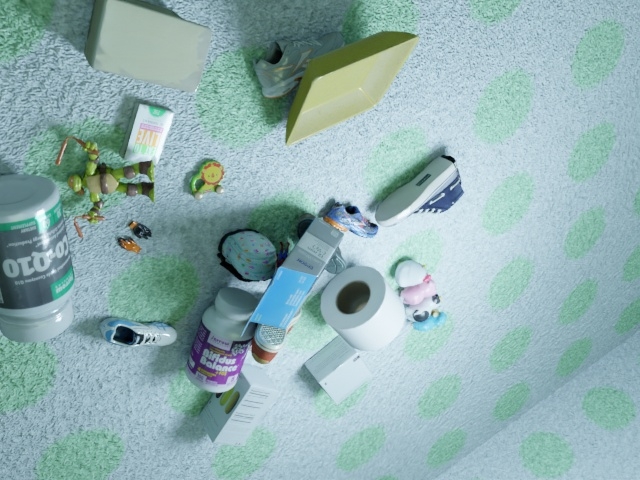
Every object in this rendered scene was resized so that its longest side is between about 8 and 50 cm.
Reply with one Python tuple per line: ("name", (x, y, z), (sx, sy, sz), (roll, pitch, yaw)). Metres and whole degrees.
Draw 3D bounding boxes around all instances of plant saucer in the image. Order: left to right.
("plant saucer", (0.058, -0.414, 1.632), (0.333, 0.081, 0.333), (-28, 170, -23))

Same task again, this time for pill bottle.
("pill bottle", (-0.688, 0.046, 1.441), (0.204, 0.204, 0.361), (-14, 127, -27))
("pill bottle", (-0.297, 0.301, 1.903), (0.169, 0.169, 0.301), (5, 116, -37))

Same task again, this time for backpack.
("backpack", (-0.202, 0.041, 1.786), (0.152, 0.182, 0.115), (-14, 126, -26))

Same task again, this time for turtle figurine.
("turtle figurine", (-0.518, -0.133, 1.516), (0.217, 0.087, 0.269), (-2, 120, -14))

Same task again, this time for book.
("book", (-0.428, -0.263, 1.535), (0.096, 0.035, 0.144), (7, 114, -41))

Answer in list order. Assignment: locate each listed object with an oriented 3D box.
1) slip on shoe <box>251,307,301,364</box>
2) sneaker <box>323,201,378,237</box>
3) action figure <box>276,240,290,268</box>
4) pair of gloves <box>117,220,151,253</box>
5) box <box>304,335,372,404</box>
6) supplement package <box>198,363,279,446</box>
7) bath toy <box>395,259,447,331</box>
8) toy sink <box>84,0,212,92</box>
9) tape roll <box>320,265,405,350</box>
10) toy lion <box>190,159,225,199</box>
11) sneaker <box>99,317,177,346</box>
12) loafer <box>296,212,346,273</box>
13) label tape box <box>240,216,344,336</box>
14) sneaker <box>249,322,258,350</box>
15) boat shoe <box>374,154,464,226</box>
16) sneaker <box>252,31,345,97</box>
("slip on shoe", (-0.142, 0.266, 1.922), (0.123, 0.331, 0.101), (27, 115, -2))
("sneaker", (0.114, -0.066, 2.005), (0.221, 0.083, 0.087), (14, 103, -43))
("action figure", (-0.120, 0.053, 1.956), (0.038, 0.030, 0.115), (-6, 127, -25))
("pair of gloves", (-0.499, -0.008, 1.667), (0.083, 0.010, 0.074), (-52, 132, 2))
("box", (0.069, 0.481, 2.309), (0.181, 0.119, 0.182), (-37, 133, -7))
("supplement package", (-0.278, 0.555, 2.107), (0.134, 0.139, 0.244), (25, 102, -43))
("bath toy", (0.384, 0.200, 2.334), (0.151, 0.129, 0.348), (-63, 144, -32))
("toy sink", (-0.383, -0.442, 1.376), (0.234, 0.131, 0.152), (6, 115, -32))
("tape roll", (0.145, 0.231, 2.108), (0.246, 0.246, 0.169), (-43, 133, -2))
("toy lion", (-0.306, -0.167, 1.683), (0.100, 0.034, 0.096), (-19, 121, -23))
("sneaker", (-0.519, 0.277, 1.794), (0.237, 0.086, 0.085), (15, 108, -41))
("loafer", (0.000, 0.000, 1.984), (0.096, 0.084, 0.267), (-18, 132, 17))
("label tape box", (-0.077, 0.124, 1.796), (0.249, 0.115, 0.347), (-59, 179, 38))
("sneaker", (-0.192, 0.306, 2.067), (0.161, 0.057, 0.075), (-44, 150, -3))
("boat shoe", (0.345, -0.124, 2.085), (0.340, 0.127, 0.158), (-39, 126, -8))
("sneaker", (-0.055, -0.481, 1.601), (0.262, 0.099, 0.121), (-37, 129, -10))
